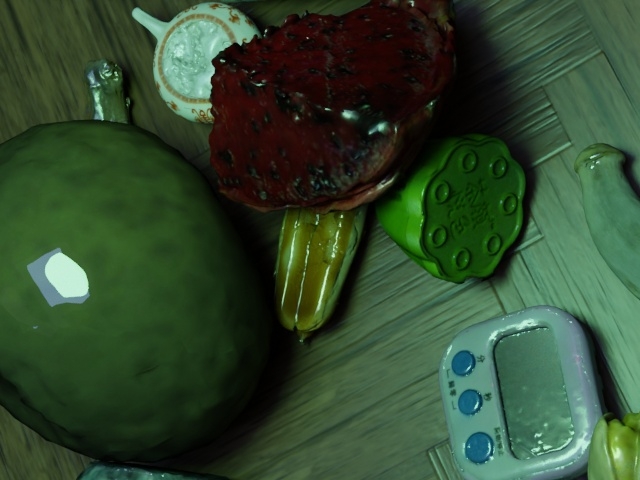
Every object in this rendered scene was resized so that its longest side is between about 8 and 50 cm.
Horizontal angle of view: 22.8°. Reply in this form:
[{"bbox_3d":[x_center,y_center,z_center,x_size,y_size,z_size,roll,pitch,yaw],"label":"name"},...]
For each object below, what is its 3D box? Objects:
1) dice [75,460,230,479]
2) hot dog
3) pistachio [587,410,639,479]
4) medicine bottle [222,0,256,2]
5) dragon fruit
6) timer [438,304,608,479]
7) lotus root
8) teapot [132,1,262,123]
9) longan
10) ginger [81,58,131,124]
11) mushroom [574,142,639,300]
[{"bbox_3d":[-0.211,0.376,1.996,0.181,0.182,0.183,3,84,28],"label":"dice"},{"bbox_3d":[0.000,0.000,2.009,0.109,0.072,0.269,12,87,29],"label":"hot dog"},{"bbox_3d":[0.352,0.263,1.735,0.117,0.200,0.145,-3,58,8],"label":"pistachio"},{"bbox_3d":[-0.006,-0.389,2.015,0.289,0.157,0.157,0,83,25],"label":"medicine bottle"},{"bbox_3d":[0.067,-0.150,1.899,0.286,0.329,0.228,20,128,29],"label":"dragon fruit"},{"bbox_3d":[0.239,0.188,1.857,0.191,0.069,0.208,-19,64,24],"label":"timer"},{"bbox_3d":[0.130,-0.051,1.914,0.186,0.186,0.186,-4,81,25],"label":"lotus root"},{"bbox_3d":[-0.155,-0.240,2.096,0.245,0.116,0.159,30,109,23],"label":"teapot"},{"bbox_3d":[-0.274,0.066,1.950,0.404,0.404,0.435,-37,69,17],"label":"longan"},{"bbox_3d":[-0.329,-0.110,2.189,0.122,0.084,0.290,33,102,48],"label":"ginger"},{"bbox_3d":[0.376,0.000,1.812,0.270,0.103,0.118,44,103,29],"label":"mushroom"}]
